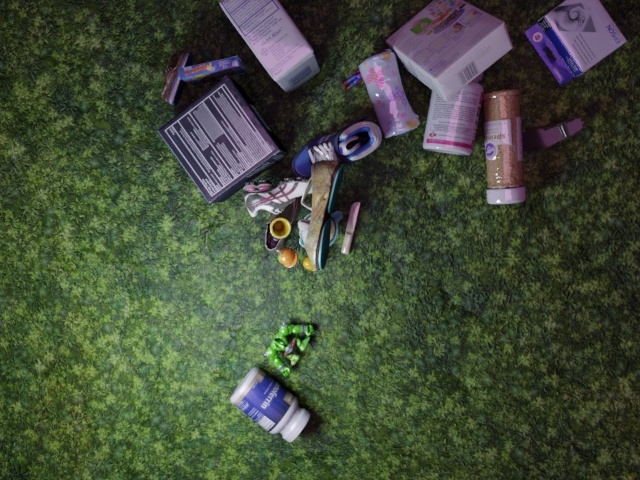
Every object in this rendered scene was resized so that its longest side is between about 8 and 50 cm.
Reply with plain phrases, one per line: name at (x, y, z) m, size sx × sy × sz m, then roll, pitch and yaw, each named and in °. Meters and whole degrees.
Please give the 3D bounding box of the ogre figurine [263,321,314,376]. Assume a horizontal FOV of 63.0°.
ogre figurine at (-0.116, 0.370, 1.852) m, size 0.118 × 0.097 × 0.197 m, roll 30°, pitch 111°, yaw -11°

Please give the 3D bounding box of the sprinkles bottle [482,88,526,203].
sprinkles bottle at (0.590, -0.298, 1.683) m, size 0.121 × 0.121 × 0.356 m, roll -5°, pitch 96°, yaw 6°

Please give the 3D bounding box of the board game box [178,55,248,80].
board game box at (-0.351, -0.561, 1.730) m, size 0.201 × 0.136 × 0.035 m, roll -10°, pitch 97°, yaw 6°

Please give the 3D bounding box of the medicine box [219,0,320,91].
medicine box at (-0.147, -0.634, 1.636) m, size 0.149 × 0.263 × 0.289 m, roll -35°, pitch 93°, yaw 8°

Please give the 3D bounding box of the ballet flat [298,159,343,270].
ballet flat at (-0.012, -0.082, 1.646) m, size 0.123 × 0.123 × 0.349 m, roll 11°, pitch 101°, yaw 4°

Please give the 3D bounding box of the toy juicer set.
toy juicer set at (0.000, 0.000, 1.759) m, size 0.328 × 0.089 × 0.209 m, roll -11°, pitch 104°, yaw -12°

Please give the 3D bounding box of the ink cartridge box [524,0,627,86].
ink cartridge box at (0.806, -0.647, 1.654) m, size 0.224 × 0.045 × 0.223 m, roll -37°, pitch 93°, yaw 9°

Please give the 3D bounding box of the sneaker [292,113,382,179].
sneaker at (0.043, -0.291, 1.676) m, size 0.322 × 0.236 × 0.130 m, roll -21°, pitch 95°, yaw 7°

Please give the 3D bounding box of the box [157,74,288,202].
box at (-0.317, -0.326, 1.734) m, size 0.294 × 0.183 × 0.296 m, roll -35°, pitch 91°, yaw 8°

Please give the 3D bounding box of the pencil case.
pencil case at (0.222, -0.469, 1.688) m, size 0.124 × 0.113 × 0.273 m, roll -19°, pitch 99°, yaw 24°

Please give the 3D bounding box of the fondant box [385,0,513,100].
fondant box at (0.375, -0.592, 1.571) m, size 0.238 × 0.330 × 0.096 m, roll -38°, pitch 134°, yaw 9°

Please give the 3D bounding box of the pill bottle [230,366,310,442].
pill bottle at (-0.175, 0.586, 1.855) m, size 0.264 × 0.153 × 0.153 m, roll 38°, pitch 99°, yaw -1°

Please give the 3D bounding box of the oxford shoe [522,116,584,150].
oxford shoe at (0.739, -0.341, 1.693) m, size 0.212 × 0.076 × 0.076 m, roll -14°, pitch 98°, yaw 23°

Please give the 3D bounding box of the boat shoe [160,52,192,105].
boat shoe at (-0.497, -0.559, 1.779) m, size 0.066 × 0.066 × 0.183 m, roll 24°, pitch 99°, yaw 3°

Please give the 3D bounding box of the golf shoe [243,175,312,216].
golf shoe at (-0.119, -0.150, 1.731) m, size 0.272 × 0.105 × 0.120 m, roll -5°, pitch 96°, yaw 10°

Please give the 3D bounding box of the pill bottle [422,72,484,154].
pill bottle at (0.427, -0.422, 1.662) m, size 0.160 × 0.160 × 0.283 m, roll 9°, pitch 98°, yaw 4°

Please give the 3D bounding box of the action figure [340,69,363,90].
action figure at (0.123, -0.544, 1.743) m, size 0.115 × 0.030 × 0.038 m, roll -33°, pitch 90°, yaw 6°

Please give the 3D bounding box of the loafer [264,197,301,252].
loafer at (-0.132, -0.069, 1.797) m, size 0.094 × 0.087 × 0.251 m, roll 15°, pitch 98°, yaw 3°
